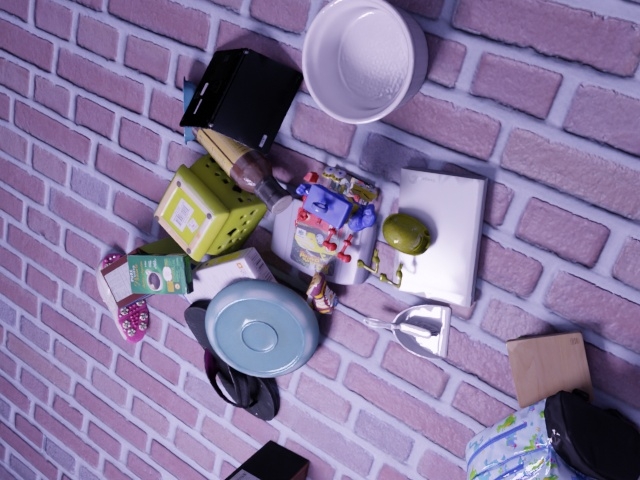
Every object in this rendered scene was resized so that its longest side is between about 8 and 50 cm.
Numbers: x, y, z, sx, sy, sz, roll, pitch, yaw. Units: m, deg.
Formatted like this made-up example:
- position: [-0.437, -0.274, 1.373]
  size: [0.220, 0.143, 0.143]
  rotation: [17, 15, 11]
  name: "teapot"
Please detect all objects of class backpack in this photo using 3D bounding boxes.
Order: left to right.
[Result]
- position: [0.480, 0.503, 1.416]
  size: [0.290, 0.273, 0.355]
  rotation: [31, 145, -25]
  name: "backpack"

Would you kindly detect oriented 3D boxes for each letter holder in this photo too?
- position: [-0.187, 0.778, 1.880]
  size: [0.152, 0.302, 0.214]
  rotation: [19, 114, 27]
  name: "letter holder"

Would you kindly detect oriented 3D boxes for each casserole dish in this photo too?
- position: [-0.363, -0.361, 1.783]
  size: [0.037, 0.114, 0.188]
  rotation: [0, 107, -9]
  name: "casserole dish"

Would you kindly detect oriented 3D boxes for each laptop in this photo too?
- position: [-0.211, -0.364, 1.664]
  size: [0.264, 0.136, 0.234]
  rotation: [15, 78, 50]
  name: "laptop"

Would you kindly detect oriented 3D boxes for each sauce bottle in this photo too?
- position: [-0.206, -0.207, 1.697]
  size: [0.344, 0.111, 0.111]
  rotation: [49, 124, 20]
  name: "sauce bottle"

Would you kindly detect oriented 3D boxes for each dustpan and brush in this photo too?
- position: [0.213, 0.218, 1.610]
  size: [0.211, 0.060, 0.147]
  rotation: [12, 110, 29]
  name: "dustpan and brush"

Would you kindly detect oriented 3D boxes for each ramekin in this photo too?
- position: [0.109, -0.409, 1.446]
  size: [0.277, 0.135, 0.277]
  rotation: [10, 110, 30]
  name: "ramekin"

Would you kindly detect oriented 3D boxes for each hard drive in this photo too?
- position: [0.278, -0.010, 1.516]
  size: [0.203, 0.040, 0.307]
  rotation: [12, 111, 29]
  name: "hard drive"

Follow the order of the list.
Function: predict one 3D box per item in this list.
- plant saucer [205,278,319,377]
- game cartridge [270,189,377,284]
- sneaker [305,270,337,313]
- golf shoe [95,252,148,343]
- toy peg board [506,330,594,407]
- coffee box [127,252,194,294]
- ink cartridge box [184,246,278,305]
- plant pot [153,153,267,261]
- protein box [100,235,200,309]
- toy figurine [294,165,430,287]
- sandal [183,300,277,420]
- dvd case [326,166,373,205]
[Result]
- position: [-0.162, 0.252, 1.723]
  size: [0.317, 0.044, 0.317]
  rotation: [3, 118, 6]
  name: "plant saucer"
- position: [0.000, 0.000, 1.687]
  size: [0.294, 0.060, 0.196]
  rotation: [21, 118, 26]
  name: "game cartridge"
- position: [0.010, 0.140, 1.677]
  size: [0.084, 0.069, 0.185]
  rotation: [21, 157, 5]
  name: "sneaker"
- position: [-0.670, 0.198, 2.142]
  size: [0.140, 0.115, 0.306]
  rotation: [-18, 88, 45]
  name: "golf shoe"
- position: [0.515, 0.280, 1.443]
  size: [0.160, 0.079, 0.161]
  rotation: [-11, 99, 18]
  name: "toy peg board"
- position: [-0.443, 0.091, 1.767]
  size: [0.184, 0.040, 0.113]
  rotation: [-2, 101, 20]
  name: "coffee box"
- position: [-0.227, 0.181, 1.813]
  size: [0.307, 0.072, 0.303]
  rotation: [-13, 118, 40]
  name: "ink cartridge box"
- position: [-0.311, -0.090, 1.761]
  size: [0.227, 0.207, 0.228]
  rotation: [46, 124, 12]
  name: "plant pot"
- position: [-0.512, 0.091, 1.943]
  size: [0.201, 0.200, 0.136]
  rotation: [-26, 90, 35]
  name: "protein box"
- position: [0.050, -0.039, 1.486]
  size: [0.362, 0.217, 0.191]
  rotation: [35, 103, 23]
  name: "toy figurine"
- position: [-0.281, 0.381, 1.881]
  size: [0.167, 0.107, 0.446]
  rotation: [-13, 116, 38]
  name: "sandal"
- position: [0.071, -0.125, 1.628]
  size: [0.119, 0.013, 0.087]
  rotation: [28, 117, 21]
  name: "dvd case"
